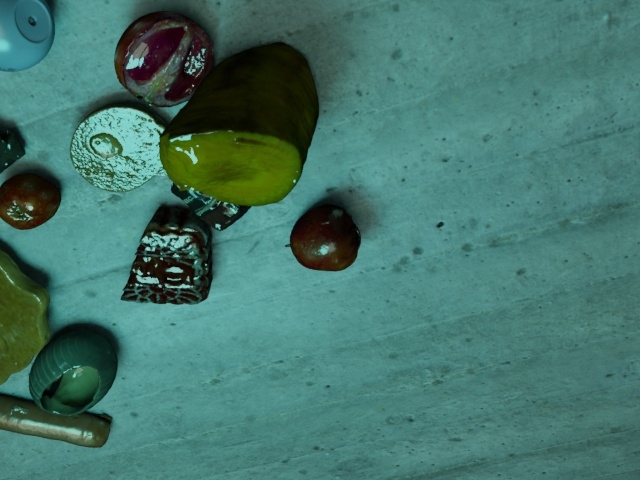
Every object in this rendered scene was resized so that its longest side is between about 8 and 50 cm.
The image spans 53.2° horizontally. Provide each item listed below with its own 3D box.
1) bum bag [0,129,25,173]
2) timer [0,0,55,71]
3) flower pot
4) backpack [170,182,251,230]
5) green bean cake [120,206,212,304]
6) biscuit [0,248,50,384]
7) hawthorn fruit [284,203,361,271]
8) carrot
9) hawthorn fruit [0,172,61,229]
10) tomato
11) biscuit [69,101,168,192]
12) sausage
[{"bbox_3d":[-0.745,-0.147,1.286,0.326,0.079,0.142,-31,128,15],"label":"bum bag"},{"bbox_3d":[-0.584,-0.360,1.087,0.255,0.175,0.175,-9,125,6],"label":"timer"},{"bbox_3d":[-0.603,0.322,1.562,0.189,0.157,0.243,33,120,-28],"label":"flower pot"},{"bbox_3d":[-0.224,-0.095,1.310,0.165,0.106,0.120,29,125,-30],"label":"backpack"},{"bbox_3d":[-0.338,0.040,1.410,0.199,0.097,0.232,7,125,-6],"label":"green bean cake"},{"bbox_3d":[-0.808,0.157,1.481,0.365,0.062,0.385,39,116,-12],"label":"biscuit"},{"bbox_3d":[0.000,0.000,1.369,0.172,0.148,0.148,-14,125,16],"label":"hawthorn fruit"},{"bbox_3d":[-0.135,-0.185,1.143,0.242,0.340,0.241,9,135,9],"label":"carrot"},{"bbox_3d":[-0.600,-0.080,1.309,0.128,0.128,0.128,-1,125,-1],"label":"hawthorn fruit"},{"bbox_3d":[-0.291,-0.339,1.152,0.173,0.099,0.189,-48,154,11],"label":"tomato"},{"bbox_3d":[-0.395,-0.188,1.278,0.208,0.049,0.181,-25,122,13],"label":"biscuit"},{"bbox_3d":[-0.778,0.478,1.713,0.419,0.094,0.094,16,108,-12],"label":"sausage"}]
